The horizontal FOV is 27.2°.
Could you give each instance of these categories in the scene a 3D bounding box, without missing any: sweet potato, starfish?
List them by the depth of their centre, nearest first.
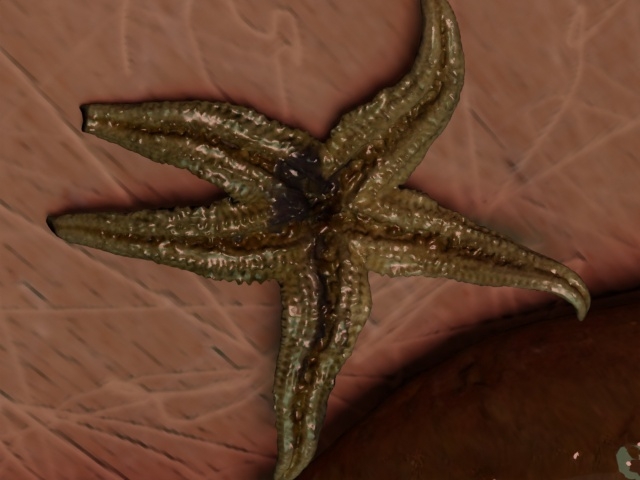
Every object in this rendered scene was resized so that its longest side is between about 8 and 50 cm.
[{"bbox_3d":[0.000,0.000,0.539,0.223,0.050,0.217,16,99,4],"label":"starfish"},{"bbox_3d":[0.134,0.086,0.568,0.336,0.131,0.131,-23,120,5],"label":"sweet potato"}]
